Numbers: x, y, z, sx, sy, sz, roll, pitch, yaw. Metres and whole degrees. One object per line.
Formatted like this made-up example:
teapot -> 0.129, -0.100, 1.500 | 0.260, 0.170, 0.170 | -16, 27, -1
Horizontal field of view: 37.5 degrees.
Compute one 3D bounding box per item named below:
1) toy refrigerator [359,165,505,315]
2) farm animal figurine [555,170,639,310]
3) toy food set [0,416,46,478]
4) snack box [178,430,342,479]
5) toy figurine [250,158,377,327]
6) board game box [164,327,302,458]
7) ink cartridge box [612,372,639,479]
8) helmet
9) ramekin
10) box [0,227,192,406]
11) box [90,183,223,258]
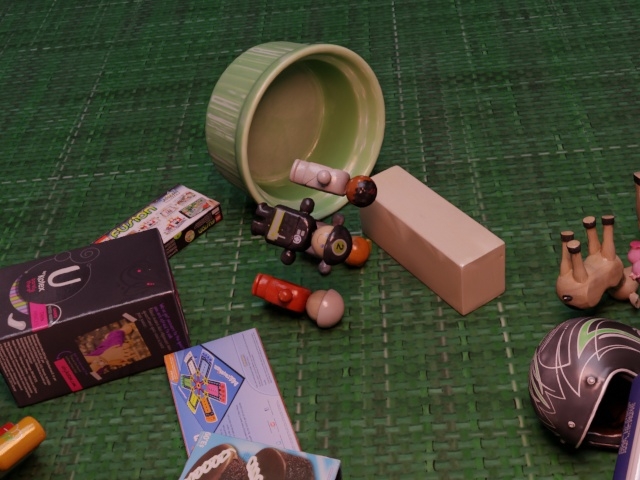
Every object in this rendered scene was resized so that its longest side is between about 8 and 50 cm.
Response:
toy refrigerator -> 0.173, -0.008, 1.486 | 0.094, 0.102, 0.269 | -27, 42, -21
farm animal figurine -> 0.510, 0.018, 1.355 | 0.330, 0.172, 0.327 | -4, 26, 18
toy food set -> -0.472, 0.258, 1.278 | 0.232, 0.111, 0.104 | 27, 51, 33
snack box -> -0.108, 0.380, 1.076 | 0.187, 0.060, 0.322 | 8, 47, 16
toy figurine -> 0.000, 0.000, 1.428 | 0.148, 0.213, 0.209 | 18, 43, 17
board game box -> -0.121, 0.240, 1.299 | 0.145, 0.027, 0.281 | -15, 40, -9
ink cartridge box -> 0.448, 0.330, 0.944 | 0.330, 0.071, 0.324 | 21, 63, 2
helmet -> 0.340, 0.177, 1.182 | 0.161, 0.170, 0.169 | 4, 38, -9
ramekin -> -0.049, -0.194, 1.612 | 0.303, 0.304, 0.148 | -33, 37, -26
box -> -0.345, 0.111, 1.409 | 0.270, 0.143, 0.165 | -16, 40, -9
box -> -0.281, -0.017, 1.638 | 0.114, 0.036, 0.207 | 25, 50, 35
